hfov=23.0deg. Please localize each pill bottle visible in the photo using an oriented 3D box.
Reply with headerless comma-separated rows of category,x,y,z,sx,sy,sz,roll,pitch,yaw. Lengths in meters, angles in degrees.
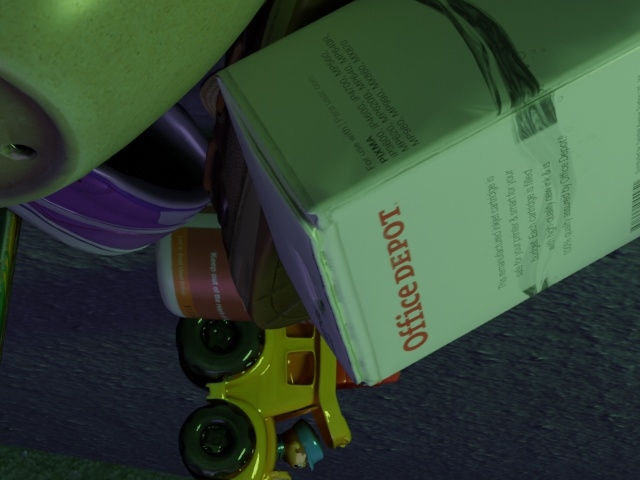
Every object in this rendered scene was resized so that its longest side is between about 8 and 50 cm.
pill bottle,0.000,0.000,1.113,0.216,0.121,0.121,3,164,10

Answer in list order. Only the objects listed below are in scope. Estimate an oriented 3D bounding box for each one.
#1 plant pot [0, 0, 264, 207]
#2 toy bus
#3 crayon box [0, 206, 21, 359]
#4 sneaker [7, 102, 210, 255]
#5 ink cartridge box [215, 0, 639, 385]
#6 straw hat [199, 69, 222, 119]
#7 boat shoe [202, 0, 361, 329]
plant pot,-0.130,-0.122,0.538,0.284,0.191,0.284,5,157,2
toy bus,-0.029,0.141,1.462,0.211,0.220,0.149,0,168,-5
crayon box,-0.255,0.013,1.102,0.081,0.202,0.318,8,165,-11
sneaker,-0.186,-0.082,0.880,0.282,0.102,0.161,21,165,-22
ink cartridge box,0.080,-0.048,0.680,0.218,0.092,0.158,-30,149,-8
straw hat,-0.012,-0.057,1.003,0.144,0.061,0.144,9,158,4
boat shoe,0.000,-0.098,0.753,0.123,0.123,0.342,-18,149,-23
